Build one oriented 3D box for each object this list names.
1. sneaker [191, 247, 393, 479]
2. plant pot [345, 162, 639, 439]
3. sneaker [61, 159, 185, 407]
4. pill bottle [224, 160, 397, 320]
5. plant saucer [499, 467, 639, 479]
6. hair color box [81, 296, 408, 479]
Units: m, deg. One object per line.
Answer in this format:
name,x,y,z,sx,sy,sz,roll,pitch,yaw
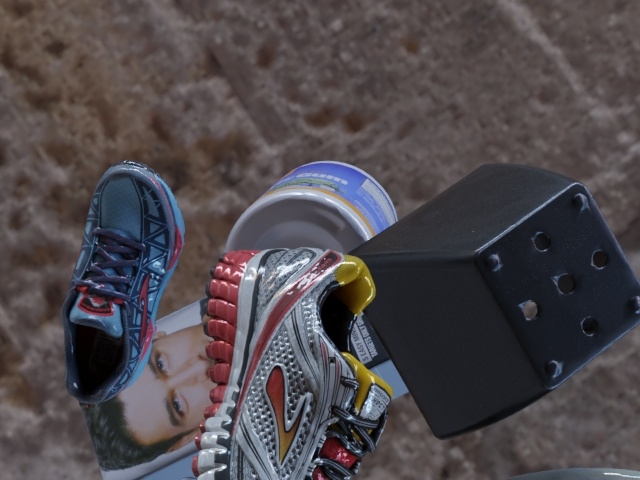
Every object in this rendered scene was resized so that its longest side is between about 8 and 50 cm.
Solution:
sneaker,-0.011,0.099,0.739,0.088,0.092,0.225,55,31,-58
plant pot,0.163,0.044,1.204,0.187,0.188,0.167,60,-25,-7
sneaker,-0.206,0.051,1.455,0.125,0.104,0.262,-65,164,-75
pill bottle,0.000,0.000,1.469,0.152,0.152,0.272,57,14,-6
plant saucer,0.215,0.331,1.307,0.400,0.400,0.100,58,17,-31
hair color box,-0.098,0.165,1.729,0.185,0.374,0.113,66,4,30
